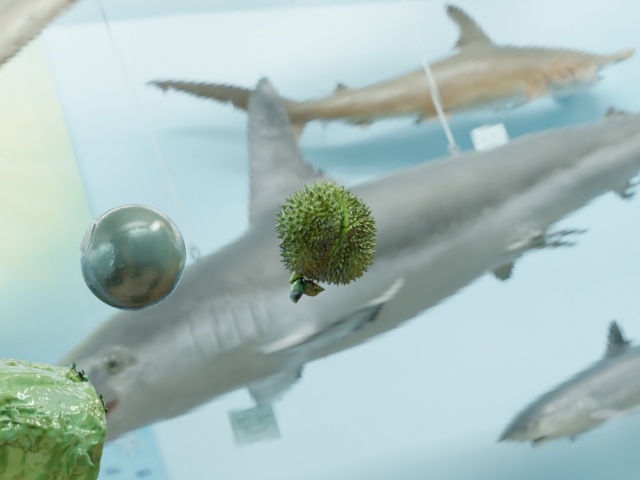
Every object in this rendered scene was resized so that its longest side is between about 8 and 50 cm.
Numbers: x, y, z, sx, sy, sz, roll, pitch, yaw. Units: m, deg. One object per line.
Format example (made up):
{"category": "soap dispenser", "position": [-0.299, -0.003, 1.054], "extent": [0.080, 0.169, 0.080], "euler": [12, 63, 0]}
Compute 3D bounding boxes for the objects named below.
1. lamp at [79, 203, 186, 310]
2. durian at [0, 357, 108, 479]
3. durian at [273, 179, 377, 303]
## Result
{"category": "lamp", "position": [-0.182, 0.015, 1.212], "extent": [0.105, 0.105, 0.105], "euler": [-17, -18, -6]}
{"category": "durian", "position": [-0.370, 0.213, 1.413], "extent": [0.339, 0.204, 0.255], "euler": [21, -33, -36]}
{"category": "durian", "position": [0.013, -0.006, 1.967], "extent": [0.159, 0.146, 0.198], "euler": [-5, -45, 10]}
